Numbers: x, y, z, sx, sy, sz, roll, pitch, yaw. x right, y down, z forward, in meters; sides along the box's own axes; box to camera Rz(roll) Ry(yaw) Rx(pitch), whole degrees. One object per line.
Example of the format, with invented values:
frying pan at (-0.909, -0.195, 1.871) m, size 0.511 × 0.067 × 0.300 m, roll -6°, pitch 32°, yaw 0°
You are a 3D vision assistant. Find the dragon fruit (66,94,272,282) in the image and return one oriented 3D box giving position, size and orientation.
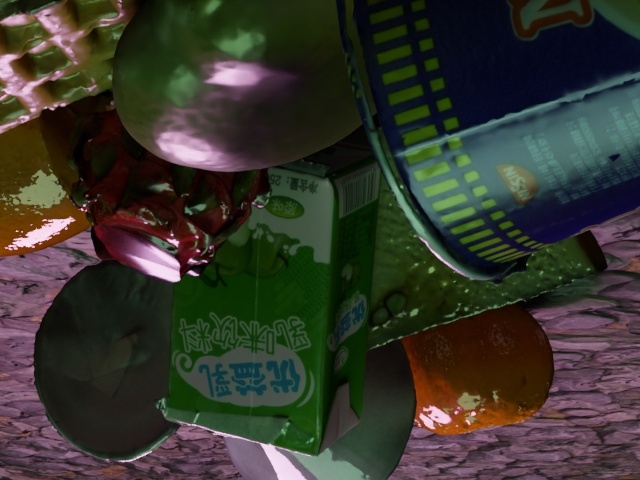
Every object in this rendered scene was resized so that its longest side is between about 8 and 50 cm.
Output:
dragon fruit at (-0.117, -0.068, 1.430) m, size 0.160 × 0.172 × 0.166 m, roll 35°, pitch 157°, yaw -25°

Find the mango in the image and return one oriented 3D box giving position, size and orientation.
mango at (-0.308, -0.062, 1.555) m, size 0.257 × 0.138 × 0.187 m, roll -15°, pitch 144°, yaw 29°

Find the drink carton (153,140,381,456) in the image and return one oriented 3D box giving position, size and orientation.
drink carton at (-0.046, 0.039, 1.568) m, size 0.161 × 0.271 × 0.108 m, roll 12°, pitch -162°, yaw 24°

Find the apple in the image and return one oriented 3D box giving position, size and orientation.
apple at (0.087, 0.009, 1.629) m, size 0.346 × 0.179 × 0.254 m, roll -21°, pitch 145°, yaw 28°

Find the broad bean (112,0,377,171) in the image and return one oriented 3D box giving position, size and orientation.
broad bean at (-0.035, -0.140, 1.243) m, size 0.238 × 0.119 × 0.291 m, roll -29°, pitch 160°, yaw 1°

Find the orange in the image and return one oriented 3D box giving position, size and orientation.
orange at (0.175, 0.143, 2.078) m, size 0.193 × 0.161 × 0.193 m, roll -9°, pitch 167°, yaw -2°

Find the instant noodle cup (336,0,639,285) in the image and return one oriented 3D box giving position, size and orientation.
instant noodle cup at (0.207, -0.140, 1.083) m, size 0.312 × 0.284 × 0.284 m, roll -16°, pitch 156°, yaw 26°

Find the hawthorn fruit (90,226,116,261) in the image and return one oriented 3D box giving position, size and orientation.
hawthorn fruit at (-0.195, -0.007, 1.819) m, size 0.077 × 0.077 × 0.077 m, roll 3°, pitch 162°, yaw 1°

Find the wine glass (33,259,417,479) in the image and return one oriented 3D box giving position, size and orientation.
wine glass at (-0.098, 0.146, 1.892) m, size 0.267 × 0.267 × 0.406 m, roll -7°, pitch 166°, yaw 27°

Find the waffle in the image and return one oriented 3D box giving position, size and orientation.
waffle at (-0.225, -0.139, 1.284) m, size 0.247 × 0.055 × 0.221 m, roll -20°, pitch 169°, yaw 1°
